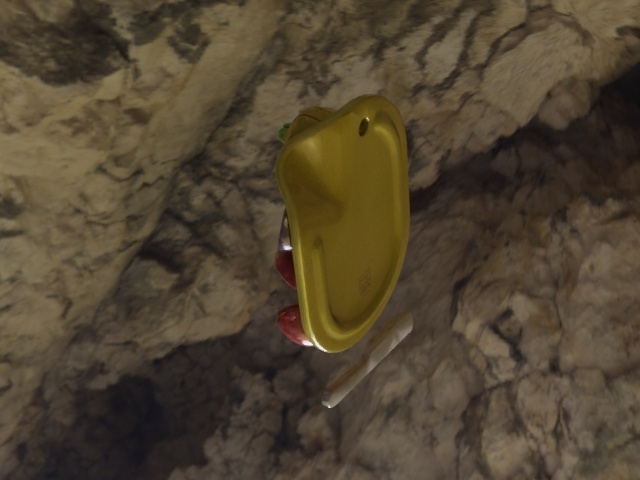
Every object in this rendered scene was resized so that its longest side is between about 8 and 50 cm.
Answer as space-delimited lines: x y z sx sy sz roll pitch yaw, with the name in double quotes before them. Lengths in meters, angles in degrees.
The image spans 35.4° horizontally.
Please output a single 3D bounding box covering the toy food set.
"toy food set" 0.000 0.000 0.663 0.071 0.128 0.217 18 -47 29
